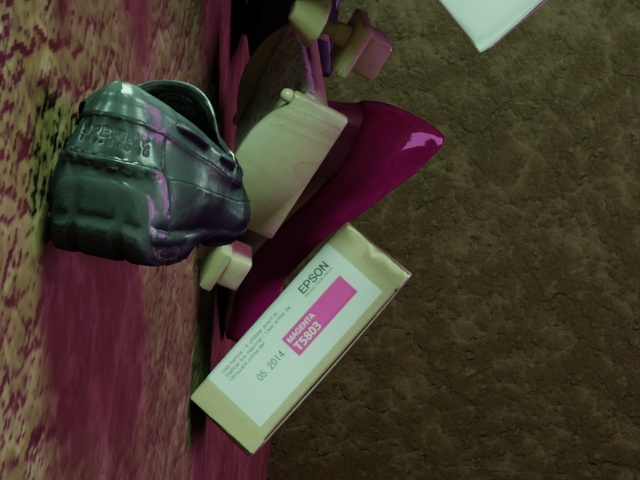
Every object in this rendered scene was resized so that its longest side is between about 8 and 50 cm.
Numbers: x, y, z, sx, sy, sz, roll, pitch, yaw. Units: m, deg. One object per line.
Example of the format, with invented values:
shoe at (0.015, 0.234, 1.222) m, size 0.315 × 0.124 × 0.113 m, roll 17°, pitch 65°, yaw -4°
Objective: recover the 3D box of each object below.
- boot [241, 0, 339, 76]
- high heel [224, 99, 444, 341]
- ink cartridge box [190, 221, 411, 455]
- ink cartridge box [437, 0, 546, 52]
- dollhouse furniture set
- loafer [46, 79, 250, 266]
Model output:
boot at (-0.005, -0.449, 1.200) m, size 0.367 × 0.146 × 0.445 m, roll -65°, pitch 158°, yaw -62°
high heel at (0.000, 0.000, 1.199) m, size 0.127 × 0.181 × 0.377 m, roll -90°, pitch -164°, yaw -44°
ink cartridge box at (-0.019, 0.103, 1.074) m, size 0.235 × 0.088 × 0.193 m, roll -47°, pitch 174°, yaw -7°
ink cartridge box at (0.085, -0.329, 0.810) m, size 0.130 × 0.309 × 0.272 m, roll -38°, pitch -170°, yaw 24°
dollhouse furniture set at (-0.078, -0.191, 0.975) m, size 0.355 × 0.173 × 0.303 m, roll -56°, pitch -158°, yaw 27°
loafer at (-0.071, -0.038, 0.504) m, size 0.223 × 0.076 × 0.078 m, roll -50°, pitch 152°, yaw -84°
